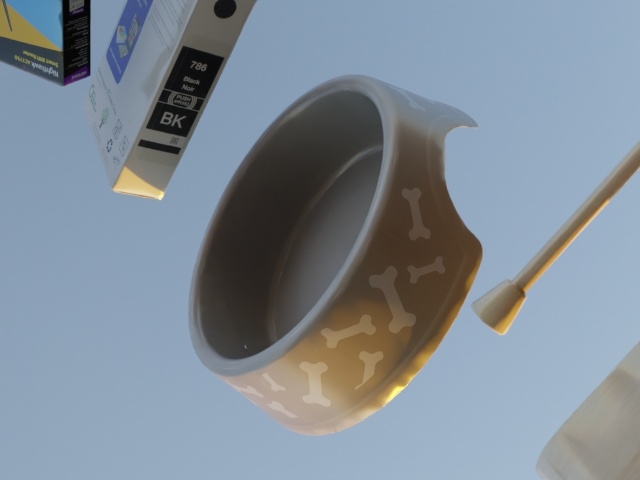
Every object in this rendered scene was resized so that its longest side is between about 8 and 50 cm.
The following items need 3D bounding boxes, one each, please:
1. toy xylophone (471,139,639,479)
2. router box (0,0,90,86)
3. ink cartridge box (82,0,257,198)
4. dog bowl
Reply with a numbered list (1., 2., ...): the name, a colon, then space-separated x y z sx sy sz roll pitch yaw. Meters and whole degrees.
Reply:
1. toy xylophone: 0.239 0.054 0.546 0.323 0.236 0.081 -44 -29 16
2. router box: -0.308 -0.245 0.941 0.046 0.179 0.133 -37 -37 -49
3. ink cartridge box: -0.139 -0.219 0.928 0.065 0.165 0.332 9 -54 -33
4. dog bowl: 0.000 0.000 0.888 0.102 0.349 0.348 28 -99 -28
